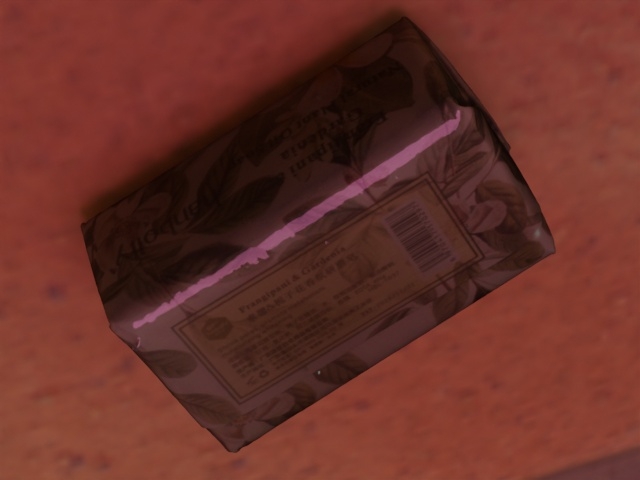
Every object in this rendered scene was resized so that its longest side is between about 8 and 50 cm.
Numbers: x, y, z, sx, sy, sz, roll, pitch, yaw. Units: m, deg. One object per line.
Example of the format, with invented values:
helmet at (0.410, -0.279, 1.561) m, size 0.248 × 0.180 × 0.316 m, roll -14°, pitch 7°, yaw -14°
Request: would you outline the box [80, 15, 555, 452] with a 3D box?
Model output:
box at (0.000, 0.000, 0.398) m, size 0.098 × 0.045 × 0.062 m, roll -30°, pitch 131°, yaw 7°
